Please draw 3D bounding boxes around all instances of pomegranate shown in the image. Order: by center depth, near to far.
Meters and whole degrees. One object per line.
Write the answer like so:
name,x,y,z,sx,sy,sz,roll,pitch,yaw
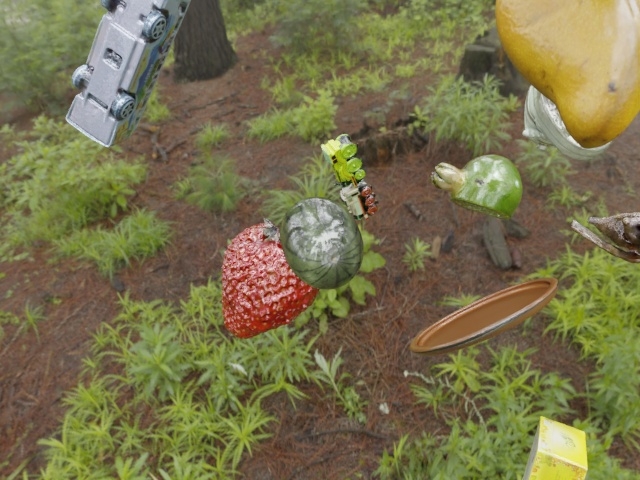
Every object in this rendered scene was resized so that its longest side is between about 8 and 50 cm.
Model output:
pomegranate,0.441,-0.163,1.400,0.241,0.190,0.159,18,91,24

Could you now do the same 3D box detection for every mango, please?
mango,0.340,-0.269,0.663,0.120,0.177,0.295,-12,70,-29

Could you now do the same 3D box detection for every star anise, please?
star anise,0.737,0.002,1.075,0.349,0.109,0.292,1,10,-27

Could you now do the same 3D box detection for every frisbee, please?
frisbee,0.257,0.121,0.798,0.251,0.251,0.021,-27,86,-20

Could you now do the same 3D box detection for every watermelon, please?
watermelon,0.000,0.000,0.472,0.078,0.078,0.110,-14,32,-8

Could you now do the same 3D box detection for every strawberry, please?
strawberry,-0.142,0.100,1.203,0.258,0.261,0.261,-32,48,-12

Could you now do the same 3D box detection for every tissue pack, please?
tissue pack,0.301,0.341,0.670,0.062,0.176,0.095,16,14,23

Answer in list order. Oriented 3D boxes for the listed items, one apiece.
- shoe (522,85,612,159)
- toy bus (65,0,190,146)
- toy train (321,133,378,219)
shoe,0.436,-0.218,0.924,0.124,0.159,0.316,12,49,7
toy bus,-0.338,-0.334,0.899,0.109,0.329,0.136,35,26,-2
toy train,0.075,-0.139,1.182,0.085,0.249,0.053,-29,46,0
